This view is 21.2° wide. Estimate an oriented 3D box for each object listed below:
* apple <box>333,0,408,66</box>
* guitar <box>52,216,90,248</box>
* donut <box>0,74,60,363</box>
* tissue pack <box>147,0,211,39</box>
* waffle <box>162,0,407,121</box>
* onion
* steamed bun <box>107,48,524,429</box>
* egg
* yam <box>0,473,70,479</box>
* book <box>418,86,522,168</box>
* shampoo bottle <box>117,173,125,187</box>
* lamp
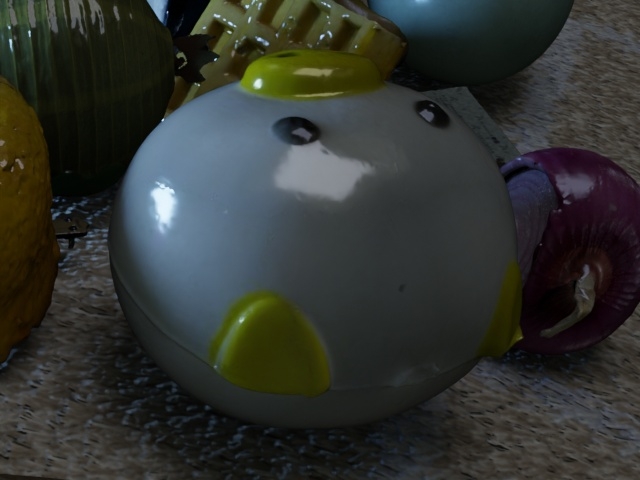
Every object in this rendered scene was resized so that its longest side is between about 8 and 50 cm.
[{"bbox_3d":[-0.001,-0.217,2.015,0.193,0.120,0.265,19,-9,-24],"label":"apple"},{"bbox_3d":[-0.346,0.000,1.587,0.271,0.038,0.084,-2,37,-26],"label":"guitar"},{"bbox_3d":[-0.439,-0.033,1.420,0.435,0.163,0.378,20,41,2],"label":"donut"},{"bbox_3d":[-0.133,-0.428,2.183,0.253,0.264,0.416,31,31,26],"label":"tissue pack"},{"bbox_3d":[-0.055,-0.169,1.833,0.248,0.221,0.055,33,5,36],"label":"waffle"},{"bbox_3d":[0.251,0.013,1.739,0.200,0.207,0.200,3,-6,0],"label":"onion"},{"bbox_3d":[-0.001,0.005,1.511,0.374,0.334,0.334,-12,42,-33],"label":"steamed bun"},{"bbox_3d":[0.197,-0.349,2.222,0.276,0.276,0.389,20,30,2],"label":"egg"},{"bbox_3d":[-0.153,0.218,1.334,0.241,0.057,0.057,10,32,-17],"label":"yam"},{"bbox_3d":[0.068,-0.098,1.936,0.310,0.021,0.217,-8,39,-19],"label":"book"},{"bbox_3d":[-0.168,-0.067,1.793,0.099,0.043,0.072,3,33,-24],"label":"shampoo bottle"},{"bbox_3d":[-0.242,-0.172,1.702,0.284,0.250,0.250,-10,37,-9],"label":"lamp"}]
